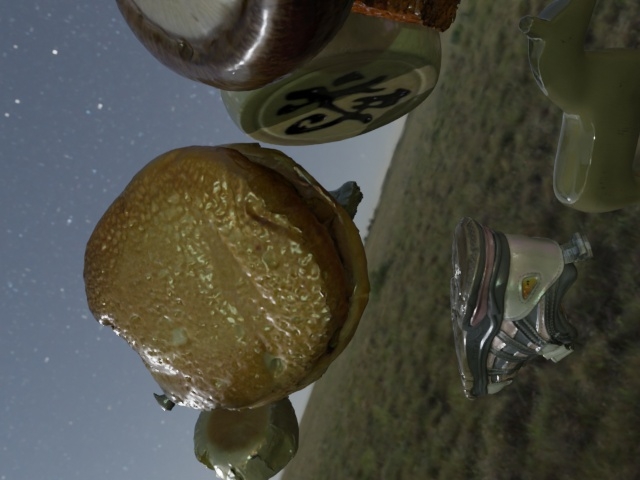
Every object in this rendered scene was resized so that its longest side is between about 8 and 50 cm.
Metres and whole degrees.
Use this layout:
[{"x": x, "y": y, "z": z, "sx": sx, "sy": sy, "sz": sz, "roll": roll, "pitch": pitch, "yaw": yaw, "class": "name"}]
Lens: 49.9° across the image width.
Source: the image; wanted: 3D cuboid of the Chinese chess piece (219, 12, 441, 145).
[{"x": 0.009, "y": -0.200, "z": 0.786, "sx": 0.257, "sy": 0.258, "sz": 0.104, "roll": 92, "pitch": 166, "yaw": -77, "class": "Chinese chess piece"}]

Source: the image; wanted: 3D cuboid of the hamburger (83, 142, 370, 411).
[{"x": -0.105, "y": 0.048, "z": 0.755, "sx": 0.314, "sy": 0.289, "sz": 0.170, "roll": -41, "pitch": -5, "yaw": 24, "class": "hamburger"}]

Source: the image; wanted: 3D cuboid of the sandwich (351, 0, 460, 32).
[{"x": 0.022, "y": -0.213, "z": 0.517, "sx": 0.235, "sy": 0.159, "sz": 0.079, "roll": -28, "pitch": -47, "yaw": -65, "class": "sandwich"}]

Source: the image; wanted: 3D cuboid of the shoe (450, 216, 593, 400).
[{"x": 0.149, "y": 0.053, "z": 0.531, "sx": 0.180, "sy": 0.092, "sz": 0.089, "roll": 79, "pitch": -170, "yaw": -45, "class": "shoe"}]

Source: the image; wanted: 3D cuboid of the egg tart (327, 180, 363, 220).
[{"x": 0.000, "y": 0.000, "z": 0.947, "sx": 0.197, "sy": 0.078, "sz": 0.197, "roll": -160, "pitch": 90, "yaw": -88, "class": "egg tart"}]

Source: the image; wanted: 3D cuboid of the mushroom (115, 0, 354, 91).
[{"x": -0.045, "y": -0.187, "z": 0.336, "sx": 0.138, "sy": 0.194, "sz": 0.231, "roll": -48, "pitch": -17, "yaw": -31, "class": "mushroom"}]

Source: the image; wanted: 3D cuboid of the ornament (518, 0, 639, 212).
[{"x": 0.293, "y": -0.141, "z": 0.711, "sx": 0.061, "sy": 0.245, "sz": 0.230, "roll": 30, "pitch": 123, "yaw": 56, "class": "ornament"}]

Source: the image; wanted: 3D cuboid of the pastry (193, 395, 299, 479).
[{"x": -0.112, "y": 0.295, "z": 1.057, "sx": 0.088, "sy": 0.166, "sz": 0.165, "roll": 66, "pitch": -145, "yaw": -39, "class": "pastry"}]
